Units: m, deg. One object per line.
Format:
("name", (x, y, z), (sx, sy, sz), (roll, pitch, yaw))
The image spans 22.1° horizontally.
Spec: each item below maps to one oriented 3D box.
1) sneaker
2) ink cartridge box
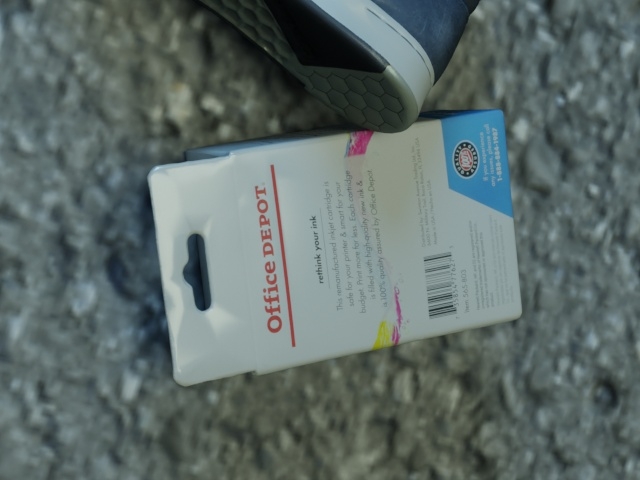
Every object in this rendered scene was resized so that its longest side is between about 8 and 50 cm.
("sneaker", (-0.008, -0.178, 0.748), (0.226, 0.086, 0.163), (40, 67, -11))
("ink cartridge box", (0.000, 0.000, 0.777), (0.181, 0.061, 0.104), (-10, 99, -24))
